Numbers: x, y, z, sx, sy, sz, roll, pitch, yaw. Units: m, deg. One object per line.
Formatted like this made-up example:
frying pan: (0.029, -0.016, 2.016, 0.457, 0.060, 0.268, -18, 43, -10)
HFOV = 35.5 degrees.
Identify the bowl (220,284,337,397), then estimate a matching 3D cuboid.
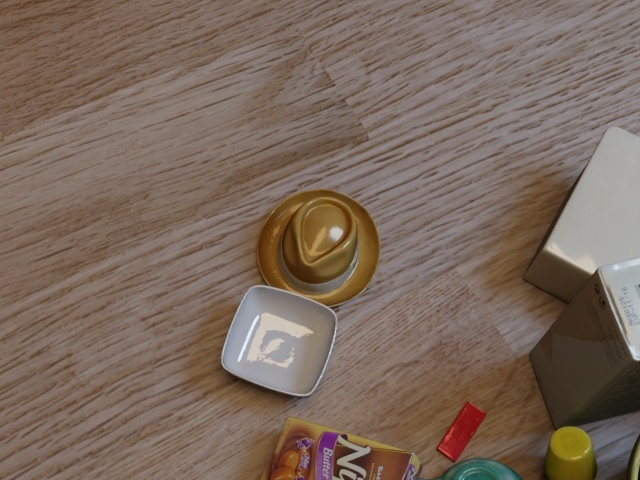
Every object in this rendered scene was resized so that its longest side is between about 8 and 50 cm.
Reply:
bowl: (-0.056, 0.144, 1.377, 0.142, 0.053, 0.142, 18, 65, 4)

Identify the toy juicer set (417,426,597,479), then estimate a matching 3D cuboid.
toy juicer set: (0.209, 0.364, 1.264, 0.328, 0.090, 0.209, -12, 45, 2)

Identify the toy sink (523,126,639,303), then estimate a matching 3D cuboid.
toy sink: (0.422, -0.020, 1.457, 0.152, 0.131, 0.234, 28, 69, 8)

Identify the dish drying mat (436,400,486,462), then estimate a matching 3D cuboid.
dish drying mat: (0.193, 0.262, 1.370, 0.032, 0.008, 0.083, 34, 66, 10)

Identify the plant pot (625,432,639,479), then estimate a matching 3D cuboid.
plant pot: (0.482, 0.302, 1.206, 0.274, 0.293, 0.275, -1, 79, 5)

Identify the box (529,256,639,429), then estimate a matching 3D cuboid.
box: (0.388, 0.134, 1.280, 0.147, 0.311, 0.121, -11, 67, -11)

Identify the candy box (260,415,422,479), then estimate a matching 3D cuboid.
candy box: (0.023, 0.302, 1.270, 0.186, 0.053, 0.109, 11, 61, 27)

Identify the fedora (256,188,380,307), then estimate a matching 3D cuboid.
fedora: (0.000, 0.000, 1.435, 0.194, 0.079, 0.194, 2, 65, -4)
